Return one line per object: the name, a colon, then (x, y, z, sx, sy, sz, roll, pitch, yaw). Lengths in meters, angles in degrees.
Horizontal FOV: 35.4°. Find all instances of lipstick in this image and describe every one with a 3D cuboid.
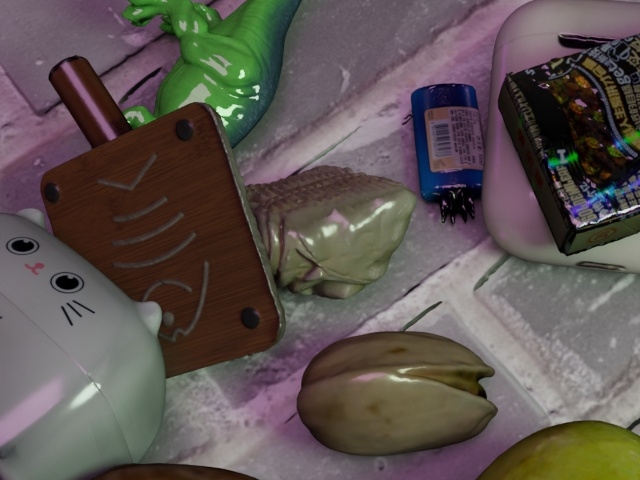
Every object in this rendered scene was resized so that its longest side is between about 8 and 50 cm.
lipstick: (-0.210, -0.064, 1.196, 0.057, 0.057, 0.357, -32, 85, -8)

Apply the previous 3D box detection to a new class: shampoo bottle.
shampoo bottle: (0.165, -0.110, 1.267, 0.087, 0.050, 0.183, -4, 67, 1)

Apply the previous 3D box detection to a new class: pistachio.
pistachio: (0.087, 0.169, 1.118, 0.237, 0.153, 0.138, 2, 76, -23)

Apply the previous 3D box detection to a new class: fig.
fig: (0.226, 0.334, 0.986, 0.326, 0.258, 0.258, -37, 69, 10)

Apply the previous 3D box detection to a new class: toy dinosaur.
toy dinosaur: (-0.066, -0.194, 1.276, 0.499, 0.144, 0.375, -21, 73, 1)

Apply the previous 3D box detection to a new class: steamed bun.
steamed bun: (-0.001, 0.000, 1.185, 0.218, 0.211, 0.144, -18, 110, -21)

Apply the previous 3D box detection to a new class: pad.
pad: (-0.188, 0.015, 1.149, 0.286, 0.018, 0.284, -19, 88, 32)

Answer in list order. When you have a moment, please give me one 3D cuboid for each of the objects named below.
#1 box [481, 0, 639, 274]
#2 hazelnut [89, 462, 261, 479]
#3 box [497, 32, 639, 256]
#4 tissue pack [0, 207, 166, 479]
box: (0.346, -0.131, 1.211, 0.288, 0.141, 0.349, 6, 69, 8)
hazelnut: (-0.155, 0.398, 0.940, 0.409, 0.359, 0.359, -7, 68, 2)
box: (0.374, -0.127, 1.088, 0.310, 0.084, 0.198, -18, 69, -3)
tissue pack: (-0.323, 0.123, 1.098, 0.333, 0.229, 0.236, 34, 59, 27)
